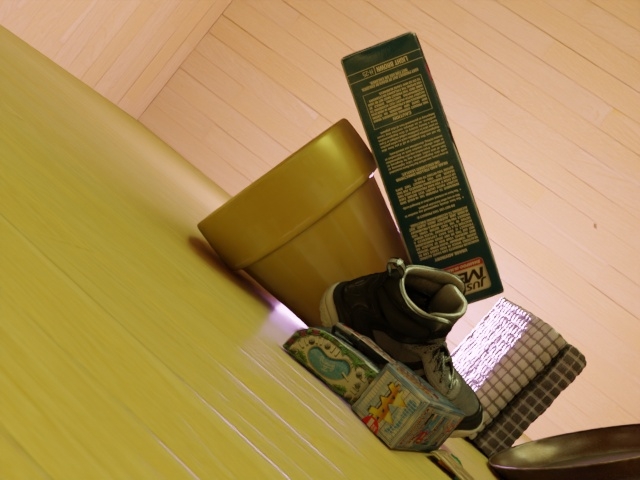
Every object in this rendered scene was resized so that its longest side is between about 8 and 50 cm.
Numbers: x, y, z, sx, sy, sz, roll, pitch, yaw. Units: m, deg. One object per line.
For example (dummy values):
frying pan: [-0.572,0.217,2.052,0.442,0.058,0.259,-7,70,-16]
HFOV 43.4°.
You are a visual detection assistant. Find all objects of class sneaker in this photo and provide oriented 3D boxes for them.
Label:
sneaker: [0.134,0.131,0.967,0.268,0.153,0.101,43,42,-13]

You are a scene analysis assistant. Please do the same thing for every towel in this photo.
towel: [0.319,0.240,1.409,0.121,0.235,0.283,42,1,-6]

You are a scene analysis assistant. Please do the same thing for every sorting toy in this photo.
sorting toy: [0.150,0.250,0.878,0.062,0.012,0.083,38,2,22]

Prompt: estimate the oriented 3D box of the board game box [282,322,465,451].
board game box: [0.060,0.149,0.838,0.194,0.060,0.194,39,0,11]

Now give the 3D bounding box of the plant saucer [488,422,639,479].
plant saucer: [0.402,0.315,1.162,0.310,0.311,0.050,36,42,-79]

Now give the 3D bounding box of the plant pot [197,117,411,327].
plant pot: [0.000,0.000,1.105,0.239,0.254,0.254,55,-2,-7]

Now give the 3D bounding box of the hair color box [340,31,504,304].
hair color box: [0.141,-0.087,1.082,0.174,0.105,0.347,-19,90,-79]
